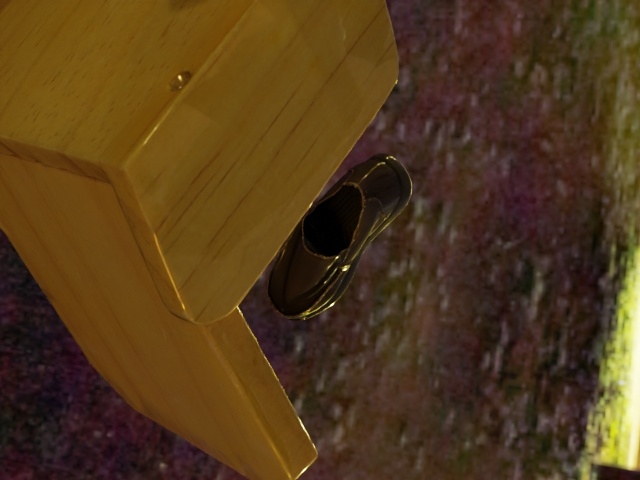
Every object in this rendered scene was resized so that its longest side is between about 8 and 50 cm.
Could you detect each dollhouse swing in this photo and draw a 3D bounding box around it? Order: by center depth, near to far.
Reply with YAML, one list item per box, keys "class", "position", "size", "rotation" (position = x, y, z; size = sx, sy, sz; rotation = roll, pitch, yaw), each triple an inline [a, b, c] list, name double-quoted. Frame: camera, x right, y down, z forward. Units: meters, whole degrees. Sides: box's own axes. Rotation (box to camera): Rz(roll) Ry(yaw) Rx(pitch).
- class: "dollhouse swing"
  position: [-0.087, -0.045, 0.760]
  size: [0.315, 0.347, 0.305]
  rotation: [-55, 128, -17]

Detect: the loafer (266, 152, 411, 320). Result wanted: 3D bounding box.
- class: "loafer"
  position: [0.000, 0.000, 1.007]
  size: [0.078, 0.080, 0.220]
  rotation: [-16, 147, -51]
